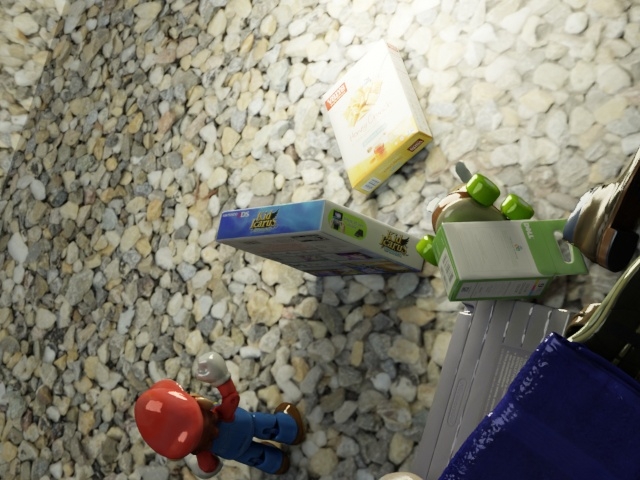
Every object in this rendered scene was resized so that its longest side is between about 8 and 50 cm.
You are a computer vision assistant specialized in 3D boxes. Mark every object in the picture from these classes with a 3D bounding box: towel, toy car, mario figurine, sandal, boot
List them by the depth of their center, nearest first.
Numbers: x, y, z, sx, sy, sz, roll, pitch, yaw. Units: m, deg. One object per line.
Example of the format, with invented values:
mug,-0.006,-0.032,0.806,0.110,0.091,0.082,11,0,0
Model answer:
towel,0.325,0.297,1.767,0.228,0.076,0.308,36,108,6
sandal,0.405,0.128,1.793,0.302,0.120,0.086,-50,15,19
boot,0.429,-0.072,1.884,0.106,0.082,0.219,28,97,47
toy car,0.226,-0.052,2.069,0.155,0.149,0.188,-52,31,18
mario figurine,-0.188,0.305,2.226,0.170,0.321,0.198,-12,65,44

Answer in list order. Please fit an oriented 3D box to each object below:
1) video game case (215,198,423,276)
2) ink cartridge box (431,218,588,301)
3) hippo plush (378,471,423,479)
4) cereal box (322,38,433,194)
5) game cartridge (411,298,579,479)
video game case,0.000,0.000,2.204,0.270,0.244,0.061,-5,70,47
ink cartridge box,0.285,0.029,1.948,0.062,0.209,0.109,107,155,-50
hippo plush,0.118,0.511,1.879,0.234,0.236,0.294,-5,33,18
cereal box,0.099,-0.226,2.340,0.173,0.047,0.240,-42,47,29
game cartridge,0.266,0.263,1.945,0.230,0.068,0.355,12,84,46
